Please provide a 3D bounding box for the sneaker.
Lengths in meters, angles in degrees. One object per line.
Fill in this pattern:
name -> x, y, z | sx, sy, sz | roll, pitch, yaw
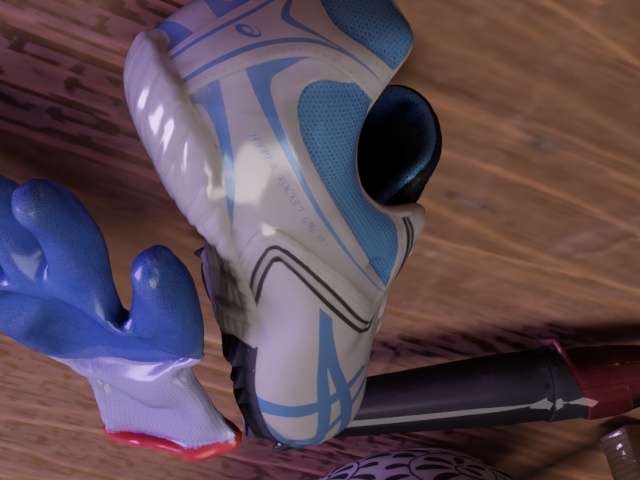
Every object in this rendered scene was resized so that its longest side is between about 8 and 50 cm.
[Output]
sneaker -> 0.000, 0.000, 0.582 | 0.086, 0.085, 0.237 | -18, 154, -3

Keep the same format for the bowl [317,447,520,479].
bowl -> 0.047, 0.145, 0.817 | 0.170, 0.080, 0.170 | 6, 130, 7

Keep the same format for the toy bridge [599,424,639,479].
toy bridge -> 0.086, 0.151, 0.875 | 0.188, 0.063, 0.026 | -32, 154, 34

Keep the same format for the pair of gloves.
pair of gloves -> -0.121, 0.019, 0.572 | 0.198, 0.023, 0.159 | 6, 148, 23

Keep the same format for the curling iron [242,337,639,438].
curling iron -> 0.104, 0.047, 0.734 | 0.274, 0.035, 0.068 | -7, 146, -4
